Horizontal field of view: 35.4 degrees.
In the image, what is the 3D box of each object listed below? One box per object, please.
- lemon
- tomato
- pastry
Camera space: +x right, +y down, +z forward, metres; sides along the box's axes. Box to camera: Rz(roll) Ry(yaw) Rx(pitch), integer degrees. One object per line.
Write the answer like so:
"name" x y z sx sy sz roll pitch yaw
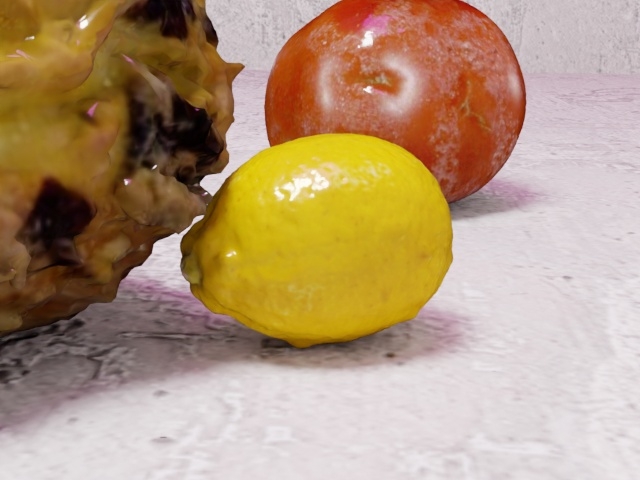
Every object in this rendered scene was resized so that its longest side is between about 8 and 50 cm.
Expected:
"lemon" 0.000 0.000 0.533 0.155 0.114 0.114 -8 16 -18
"tomato" 0.063 -0.127 0.885 0.231 0.189 0.232 2 12 0
"pastry" -0.260 -0.089 0.525 0.337 0.293 0.405 -24 34 -36
